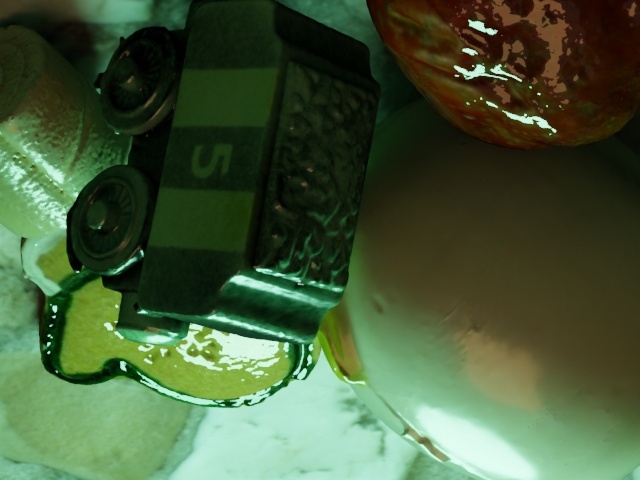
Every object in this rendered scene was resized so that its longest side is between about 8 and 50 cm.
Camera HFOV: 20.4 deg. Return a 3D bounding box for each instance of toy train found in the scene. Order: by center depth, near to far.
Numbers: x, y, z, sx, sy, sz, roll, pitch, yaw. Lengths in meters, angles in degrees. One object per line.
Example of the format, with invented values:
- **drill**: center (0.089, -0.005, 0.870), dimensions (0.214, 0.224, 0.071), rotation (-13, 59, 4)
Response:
- **toy train**: center (-0.075, -0.055, 1.454), dimensions (0.238, 0.299, 0.167), rotation (5, 172, 43)

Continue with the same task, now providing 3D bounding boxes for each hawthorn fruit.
- **hawthorn fruit**: center (0.158, -0.195, 1.345), dimensions (0.258, 0.258, 0.262), rotation (-27, 150, 26)

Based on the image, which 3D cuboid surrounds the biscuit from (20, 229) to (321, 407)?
- **biscuit**: center (-0.164, 0.068, 1.760), dimensions (0.287, 0.057, 0.344), rotation (-22, 132, 21)

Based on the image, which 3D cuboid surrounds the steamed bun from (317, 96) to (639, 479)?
- **steamed bun**: center (0.166, 0.045, 1.542), dimensions (0.374, 0.334, 0.334), rotation (39, 126, -13)

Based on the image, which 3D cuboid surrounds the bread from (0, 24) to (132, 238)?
- **bread**: center (-0.256, -0.092, 1.535), dimensions (0.148, 0.134, 0.141), rotation (-9, 141, 30)
